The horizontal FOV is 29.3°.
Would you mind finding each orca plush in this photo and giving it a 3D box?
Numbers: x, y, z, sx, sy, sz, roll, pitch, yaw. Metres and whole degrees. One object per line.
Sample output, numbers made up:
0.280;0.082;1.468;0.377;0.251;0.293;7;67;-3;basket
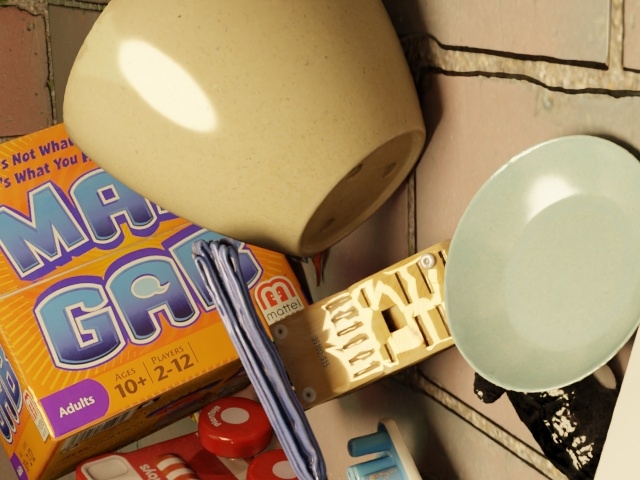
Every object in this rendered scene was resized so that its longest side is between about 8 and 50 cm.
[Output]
0.160;0.127;0.949;0.151;0.102;0.287;128;131;-61;orca plush

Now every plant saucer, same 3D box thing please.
0.175;0.019;0.896;0.195;0.037;0.195;-23;58;41;plant saucer

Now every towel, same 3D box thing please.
-0.064;0.107;1.215;0.336;0.040;0.243;177;68;-84;towel

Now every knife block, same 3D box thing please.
0.066;0.088;1.215;0.275;0.242;0.088;-27;82;22;knife block

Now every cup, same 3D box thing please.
-0.039;-0.123;1.165;0.237;0.331;0.331;46;146;15;cup

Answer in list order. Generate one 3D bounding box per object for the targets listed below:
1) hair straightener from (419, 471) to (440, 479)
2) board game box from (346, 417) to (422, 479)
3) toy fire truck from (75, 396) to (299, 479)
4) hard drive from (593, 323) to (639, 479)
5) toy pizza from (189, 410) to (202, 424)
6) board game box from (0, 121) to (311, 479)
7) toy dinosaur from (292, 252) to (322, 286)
0.127;0.321;1.167;0.230;0.047;0.089;61;152;33;hair straightener
0.100;0.438;1.202;0.390;0.050;0.390;94;157;-47;board game box
-0.146;0.349;1.565;0.302;0.253;0.169;38;133;46;toy fire truck
0.267;0.099;0.614;0.353;0.047;0.233;-11;57;68;hard drive
-0.197;0.217;1.891;0.201;0.032;0.201;-15;-90;-89;toy pizza
-0.282;0.069;1.612;0.356;0.356;0.356;61;154;11;board game box
0.000;0.000;1.439;0.090;0.047;0.082;51;149;-8;toy dinosaur
